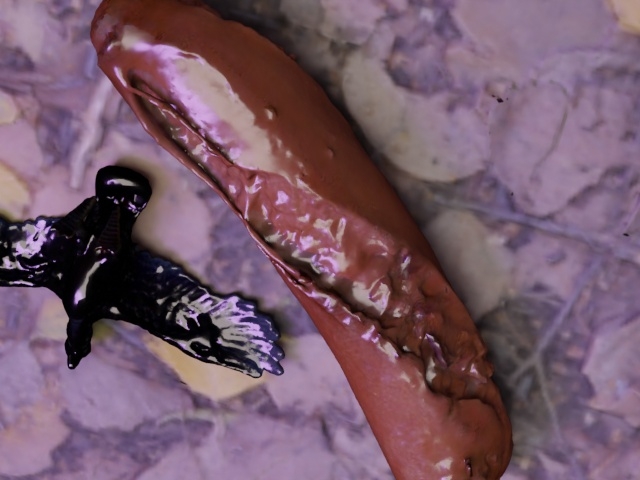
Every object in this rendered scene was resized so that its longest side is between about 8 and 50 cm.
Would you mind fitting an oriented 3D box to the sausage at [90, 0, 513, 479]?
[{"bbox_3d":[0.002,0.000,0.908,0.087,0.079,0.326,-34,102,5],"label":"sausage"}]

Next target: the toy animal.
[{"bbox_3d":[-0.120,0.018,0.956,0.220,0.062,0.108,15,130,4],"label":"toy animal"}]
